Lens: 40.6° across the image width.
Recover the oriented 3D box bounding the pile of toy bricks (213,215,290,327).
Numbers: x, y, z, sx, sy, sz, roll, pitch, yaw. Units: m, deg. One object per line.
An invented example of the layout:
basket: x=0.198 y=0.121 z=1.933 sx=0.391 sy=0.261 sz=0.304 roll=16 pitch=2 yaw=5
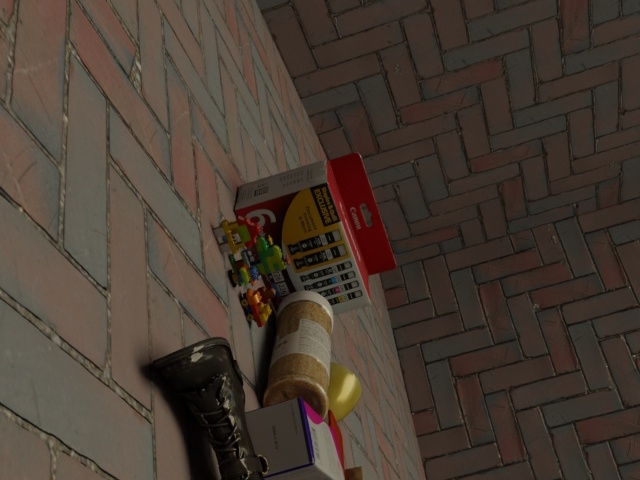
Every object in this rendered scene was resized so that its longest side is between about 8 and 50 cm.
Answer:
pile of toy bricks: x=-0.111 y=0.043 z=1.613 sx=0.118 sy=0.105 sz=0.212 roll=-80 pitch=152 yaw=-72

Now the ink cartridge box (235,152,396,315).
ink cartridge box: x=0.000 y=0.000 z=1.848 sx=0.130 sy=0.272 sz=0.309 roll=-91 pitch=161 yaw=-62

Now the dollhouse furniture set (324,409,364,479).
dollhouse furniture set: x=0.032 y=0.441 z=1.670 sx=0.259 sy=0.135 sz=0.262 roll=-93 pitch=164 yaw=-58

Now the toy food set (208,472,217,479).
toy food set: x=-0.128 y=0.375 z=1.154 sx=0.078 sy=0.019 sz=0.122 roll=64 pitch=13 yaw=-48

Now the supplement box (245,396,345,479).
supplement box: x=-0.042 y=0.354 z=1.442 sx=0.220 sy=0.114 sz=0.111 roll=57 pitch=18 yaw=-59

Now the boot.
boot: x=-0.119 y=0.258 z=1.122 sx=0.263 sy=0.091 sz=0.229 roll=59 pitch=9 yaw=-66

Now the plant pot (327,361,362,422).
plant pot: x=0.011 y=0.337 z=1.823 sx=0.095 sy=0.134 sz=0.134 roll=-62 pitch=138 yaw=-52

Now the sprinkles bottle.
sprinkles bottle: x=-0.037 y=0.224 z=1.683 sx=0.355 sy=0.121 sz=0.121 roll=-86 pitch=157 yaw=-68
